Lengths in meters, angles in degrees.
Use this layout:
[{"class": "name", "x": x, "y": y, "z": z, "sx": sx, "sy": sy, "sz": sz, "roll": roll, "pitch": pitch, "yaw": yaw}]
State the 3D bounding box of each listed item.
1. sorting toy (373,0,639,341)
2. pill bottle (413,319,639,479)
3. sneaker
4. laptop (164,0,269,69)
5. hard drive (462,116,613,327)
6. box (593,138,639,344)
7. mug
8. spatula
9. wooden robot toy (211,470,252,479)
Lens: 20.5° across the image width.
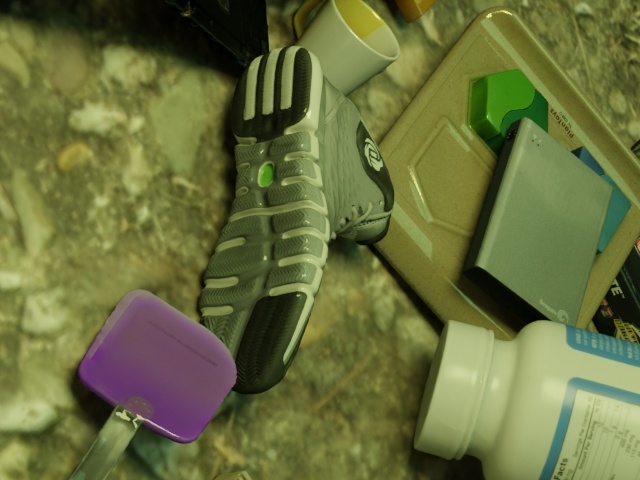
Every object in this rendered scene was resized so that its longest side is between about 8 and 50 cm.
[{"class": "sorting toy", "x": 0.113, "y": -0.067, "z": 1.271, "sx": 0.307, "sy": 0.041, "sz": 0.229, "roll": 48, "pitch": 55, "yaw": -14}, {"class": "pill bottle", "x": 0.180, "y": 0.123, "z": 1.185, "sx": 0.221, "sy": 0.124, "sz": 0.124, "roll": 16, "pitch": 57, "yaw": 1}, {"class": "sneaker", "x": 0.000, "y": 0.000, "z": 1.130, "sx": 0.132, "sy": 0.086, "sz": 0.229, "roll": 31, "pitch": 60, "yaw": -48}, {"class": "laptop", "x": -0.143, "y": -0.234, "z": 1.106, "sx": 0.264, "sy": 0.136, "sz": 0.234, "roll": 33, "pitch": 51, "yaw": -68}, {"class": "hard drive", "x": 0.154, "y": -0.007, "z": 1.244, "sx": 0.094, "sy": 0.022, "sz": 0.135, "roll": 36, "pitch": 55, "yaw": -23}, {"class": "box", "x": 0.291, "y": 0.014, "z": 1.463, "sx": 0.220, "sy": 0.051, "sz": 0.175, "roll": -38, "pitch": 105, "yaw": -47}, {"class": "mug", "x": 0.011, "y": -0.129, "z": 1.196, "sx": 0.062, "sy": 0.064, "sz": 0.078, "roll": 38, "pitch": 27, "yaw": -17}, {"class": "spatula", "x": -0.135, "y": 0.143, "z": 0.964, "sx": 0.084, "sy": 0.030, "sz": 0.296, "roll": 32, "pitch": 54, "yaw": -1}, {"class": "wooden robot toy", "x": -0.074, "y": 0.186, "z": 0.985, "sx": 0.173, "sy": 0.079, "sz": 0.076, "roll": -27, "pitch": 97, "yaw": -48}]
